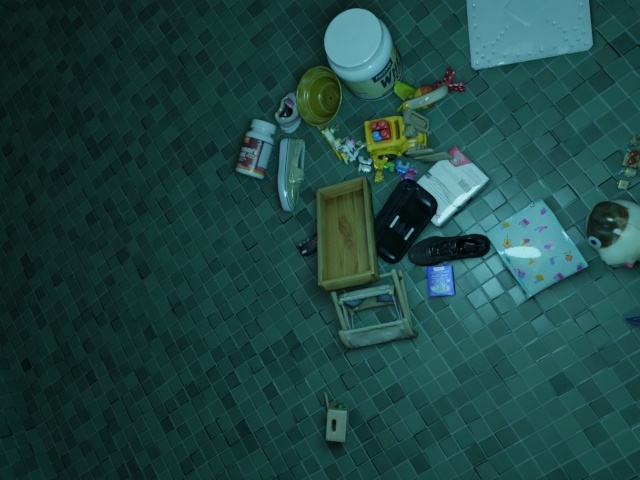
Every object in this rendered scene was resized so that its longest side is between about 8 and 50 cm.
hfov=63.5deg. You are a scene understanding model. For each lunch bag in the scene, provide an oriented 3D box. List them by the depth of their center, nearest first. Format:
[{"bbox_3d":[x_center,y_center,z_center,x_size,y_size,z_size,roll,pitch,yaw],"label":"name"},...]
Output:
[{"bbox_3d":[0.700,0.022,1.703,0.223,0.160,0.262,-33,82,15],"label":"lunch bag"}]

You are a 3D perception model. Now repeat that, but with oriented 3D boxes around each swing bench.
[{"bbox_3d":[0.191,0.253,1.862,0.253,0.165,0.255,-15,81,17],"label":"swing bench"}]

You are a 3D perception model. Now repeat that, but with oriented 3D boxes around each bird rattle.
[{"bbox_3d":[0.386,-0.511,1.840,0.253,0.207,0.143,-6,117,22],"label":"bird rattle"}]

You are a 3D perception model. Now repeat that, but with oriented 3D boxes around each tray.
[{"bbox_3d":[0.094,-0.028,1.870,0.202,0.076,0.411,-14,55,20],"label":"tray"}]

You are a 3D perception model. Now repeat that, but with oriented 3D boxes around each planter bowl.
[{"bbox_3d":[0.017,-0.543,1.964,0.217,0.090,0.218,8,103,37],"label":"planter bowl"}]

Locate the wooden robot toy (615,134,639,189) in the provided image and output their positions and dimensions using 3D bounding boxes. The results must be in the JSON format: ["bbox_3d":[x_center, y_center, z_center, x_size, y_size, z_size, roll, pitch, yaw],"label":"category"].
[{"bbox_3d":[1.015,-0.245,1.659,0.078,0.076,0.174,15,91,9],"label":"wooden robot toy"}]

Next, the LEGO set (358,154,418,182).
[{"bbox_3d":[0.239,-0.247,1.889,0.227,0.087,0.093,14,84,6],"label":"LEGO set"}]

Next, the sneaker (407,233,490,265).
[{"bbox_3d":[0.442,0.026,1.809,0.286,0.130,0.109,-13,84,19],"label":"sneaker"}]

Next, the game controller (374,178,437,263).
[{"bbox_3d":[0.283,-0.062,1.853,0.166,0.067,0.319,37,125,9],"label":"game controller"}]

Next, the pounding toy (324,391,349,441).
[{"bbox_3d":[0.052,0.649,1.910,0.100,0.130,0.141,3,87,8],"label":"pounding toy"}]

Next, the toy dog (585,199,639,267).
[{"bbox_3d":[1.012,-0.042,1.535,0.407,0.284,0.396,-8,80,20],"label":"toy dog"}]

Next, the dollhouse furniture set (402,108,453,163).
[{"bbox_3d":[0.369,-0.364,1.771,0.123,0.144,0.152,-1,78,50],"label":"dollhouse furniture set"}]

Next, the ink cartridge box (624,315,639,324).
[{"bbox_3d":[1.068,0.173,1.471,0.329,0.324,0.072,-14,80,18],"label":"ink cartridge box"}]

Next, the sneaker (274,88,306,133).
[{"bbox_3d":[-0.088,-0.544,2.048,0.103,0.111,0.252,39,99,18],"label":"sneaker"}]

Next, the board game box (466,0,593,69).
[{"bbox_3d":[0.719,-0.814,1.815,0.389,0.050,0.391,-5,85,19],"label":"board game box"}]

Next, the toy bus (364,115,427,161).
[{"bbox_3d":[0.262,-0.386,1.861,0.220,0.211,0.150,-7,82,17],"label":"toy bus"}]

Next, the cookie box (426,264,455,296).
[{"bbox_3d":[0.431,0.144,1.849,0.091,0.040,0.107,-5,84,19],"label":"cookie box"}]

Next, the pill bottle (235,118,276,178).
[{"bbox_3d":[-0.258,-0.368,2.091,0.121,0.121,0.221,17,92,20],"label":"pill bottle"}]

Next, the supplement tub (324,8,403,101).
[{"bbox_3d":[0.158,-0.658,1.856,0.235,0.324,0.236,-1,86,19],"label":"supplement tub"}]

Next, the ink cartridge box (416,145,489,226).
[{"bbox_3d":[0.451,-0.184,1.835,0.237,0.100,0.172,-44,72,11],"label":"ink cartridge box"}]

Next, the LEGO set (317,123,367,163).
[{"bbox_3d":[0.087,-0.394,1.983,0.107,0.132,0.287,-33,46,-2],"label":"LEGO set"}]

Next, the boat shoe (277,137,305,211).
[{"bbox_3d":[-0.109,-0.264,2.040,0.094,0.109,0.303,-4,82,17],"label":"boat shoe"}]

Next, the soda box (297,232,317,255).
[{"bbox_3d":[0.000,0.000,2.003,0.168,0.060,0.053,-27,75,16],"label":"soda box"}]
